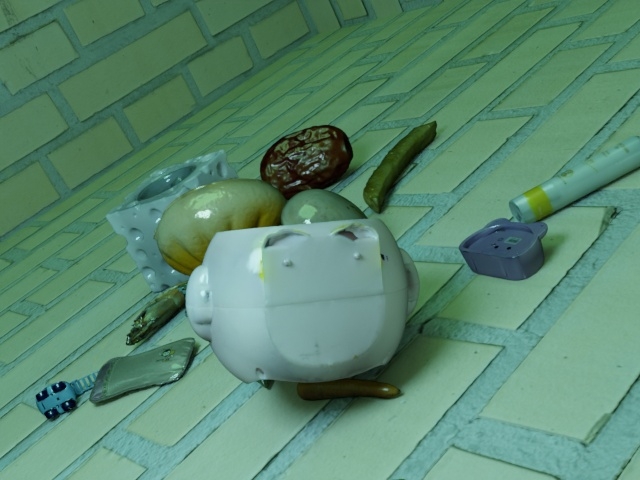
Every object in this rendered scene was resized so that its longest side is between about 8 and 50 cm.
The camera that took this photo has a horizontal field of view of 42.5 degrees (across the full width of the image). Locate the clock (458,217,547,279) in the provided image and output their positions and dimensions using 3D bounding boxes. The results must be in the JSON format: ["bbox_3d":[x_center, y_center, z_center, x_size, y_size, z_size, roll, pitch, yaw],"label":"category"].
[{"bbox_3d":[0.323,0.014,1.421,0.110,0.050,0.152,-37,24,-24],"label":"clock"}]

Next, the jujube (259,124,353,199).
[{"bbox_3d":[-0.040,-0.208,2.168,0.250,0.174,0.174,-24,22,15],"label":"jujube"}]

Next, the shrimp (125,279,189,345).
[{"bbox_3d":[-0.379,0.167,1.889,0.143,0.052,0.251,-23,12,38],"label":"shrimp"}]

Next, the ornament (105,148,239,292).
[{"bbox_3d":[-0.328,-0.048,2.041,0.239,0.240,0.240,-14,25,32],"label":"ornament"}]

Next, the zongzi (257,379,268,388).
[{"bbox_3d":[-0.072,0.200,1.486,0.154,0.062,0.130,-21,38,-30],"label":"zongzi"}]

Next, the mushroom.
[{"bbox_3d":[0.000,0.000,1.678,0.204,0.204,0.204,-23,22,10],"label":"mushroom"}]

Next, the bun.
[{"bbox_3d":[-0.200,0.002,1.755,0.298,0.299,0.165,-22,66,11],"label":"bun"}]

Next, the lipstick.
[{"bbox_3d":[0.475,-0.109,1.513,0.264,0.059,0.059,-27,22,-2],"label":"lipstick"}]

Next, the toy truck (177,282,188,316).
[{"bbox_3d":[-0.238,0.124,1.783,0.100,0.077,0.169,-21,15,-24],"label":"toy truck"}]

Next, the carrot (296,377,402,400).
[{"bbox_3d":[0.043,0.229,1.281,0.190,0.037,0.037,-9,28,35],"label":"carrot"}]

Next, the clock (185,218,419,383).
[{"bbox_3d":[-0.036,0.098,1.336,0.368,0.251,0.376,-5,1,-14],"label":"clock"}]

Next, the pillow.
[{"bbox_3d":[-0.361,0.261,1.661,0.232,0.038,0.131,-18,29,16],"label":"pillow"}]

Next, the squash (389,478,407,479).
[{"bbox_3d":[0.069,0.360,0.920,0.069,0.069,0.239,-14,25,29],"label":"squash"}]

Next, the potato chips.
[{"bbox_3d":[0.186,-0.183,2.004,0.080,0.057,0.407,4,35,30],"label":"potato chips"}]

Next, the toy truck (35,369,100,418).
[{"bbox_3d":[-0.517,0.313,1.702,0.136,0.063,0.074,-24,2,-2],"label":"toy truck"}]
